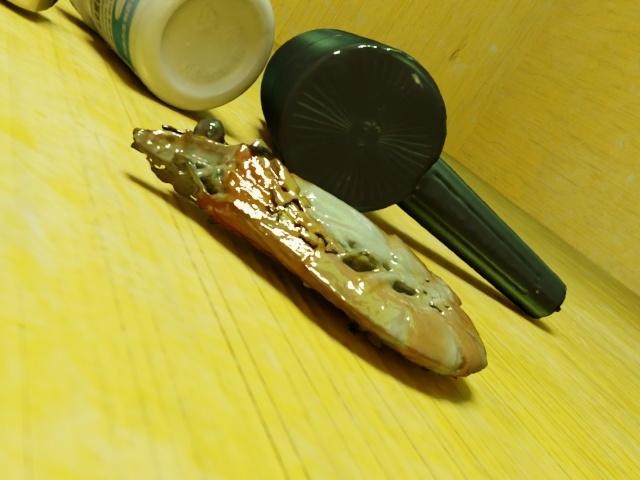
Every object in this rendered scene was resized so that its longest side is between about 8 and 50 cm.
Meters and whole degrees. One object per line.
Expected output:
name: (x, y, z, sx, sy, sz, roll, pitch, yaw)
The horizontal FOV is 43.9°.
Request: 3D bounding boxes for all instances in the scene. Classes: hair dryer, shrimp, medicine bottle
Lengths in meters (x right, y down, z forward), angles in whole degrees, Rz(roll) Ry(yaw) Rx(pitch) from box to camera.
hair dryer: (0.078, -0.050, 0.660, 0.302, 0.116, 0.244, 42, 9, -18)
shrimp: (0.000, 0.000, 0.347, 0.184, 0.043, 0.091, 35, 15, -2)
medicine bottle: (-0.113, -0.171, 0.569, 0.105, 0.105, 0.168, 22, 17, -45)

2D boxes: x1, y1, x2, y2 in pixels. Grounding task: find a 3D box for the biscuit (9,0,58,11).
biscuit: (-0.246, -0.209, 0.489, 0.188, 0.052, 0.056, 28, 24, -18)
